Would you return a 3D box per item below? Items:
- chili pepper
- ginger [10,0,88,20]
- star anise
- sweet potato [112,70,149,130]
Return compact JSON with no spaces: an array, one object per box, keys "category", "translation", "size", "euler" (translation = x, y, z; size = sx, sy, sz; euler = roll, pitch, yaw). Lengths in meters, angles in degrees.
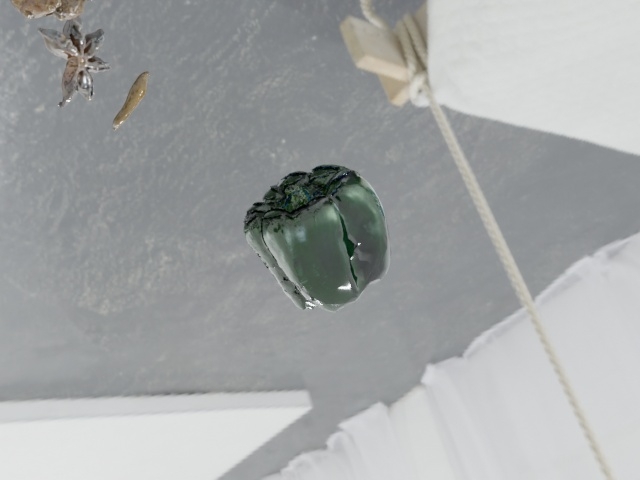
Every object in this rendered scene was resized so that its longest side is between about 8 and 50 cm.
[{"category":"chili pepper","translation":[0.000,0.000,1.504],"size":[0.249,0.256,0.233],"euler":[-35,-162,-32]},{"category":"ginger","translation":[-0.505,-0.458,1.481],"size":[0.162,0.103,0.073],"euler":[12,168,-9]},{"category":"star anise","translation":[-0.539,-0.415,1.803],"size":[0.172,0.063,0.207],"euler":[-37,130,-44]},{"category":"sweet potato","translation":[-0.301,-0.218,1.264],"size":[0.026,0.026,0.115],"euler":[16,117,-47]}]
